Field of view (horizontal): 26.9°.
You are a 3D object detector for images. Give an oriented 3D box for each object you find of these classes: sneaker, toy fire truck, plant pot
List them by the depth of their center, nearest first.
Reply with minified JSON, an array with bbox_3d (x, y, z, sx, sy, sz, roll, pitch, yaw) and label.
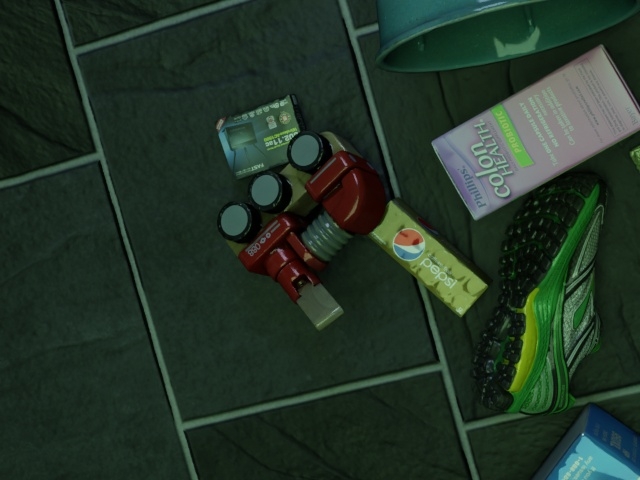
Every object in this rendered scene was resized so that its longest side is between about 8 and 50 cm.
[{"bbox_3d":[0.200,-0.414,1.676,0.341,0.341,0.334,-13,86,15],"label":"plant pot"},{"bbox_3d":[0.000,0.000,1.808,0.217,0.158,0.246,-44,66,15],"label":"toy fire truck"},{"bbox_3d":[0.318,0.072,1.813,0.146,0.134,0.343,16,95,-25],"label":"sneaker"}]

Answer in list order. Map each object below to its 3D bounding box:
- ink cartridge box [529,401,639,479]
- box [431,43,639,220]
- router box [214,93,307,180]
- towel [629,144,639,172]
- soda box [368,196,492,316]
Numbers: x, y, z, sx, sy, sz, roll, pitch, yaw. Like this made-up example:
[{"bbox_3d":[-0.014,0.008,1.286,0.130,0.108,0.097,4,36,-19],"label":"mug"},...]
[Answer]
[{"bbox_3d":[0.438,0.456,1.791,0.395,0.166,0.285,35,104,7],"label":"ink cartridge box"},{"bbox_3d":[0.289,-0.143,1.730,0.243,0.213,0.117,-31,89,16],"label":"box"},{"bbox_3d":[-0.080,-0.147,1.909,0.122,0.038,0.092,-19,93,15],"label":"router box"},{"bbox_3d":[0.492,-0.083,1.784,0.110,0.027,0.148,-29,88,14],"label":"towel"},{"bbox_3d":[0.151,0.022,1.863,0.181,0.058,0.061,41,104,5],"label":"soda box"}]
